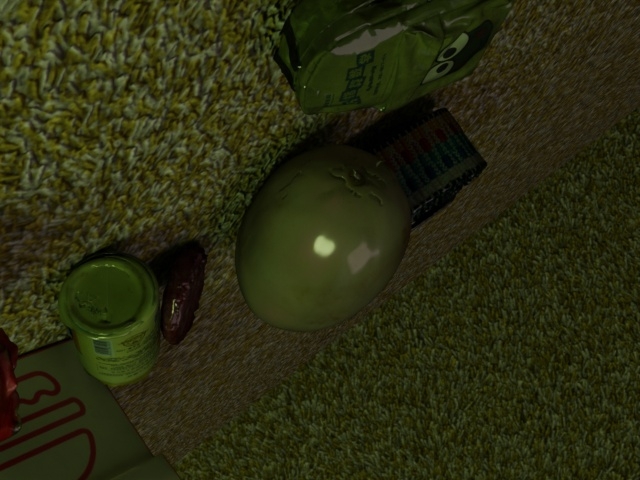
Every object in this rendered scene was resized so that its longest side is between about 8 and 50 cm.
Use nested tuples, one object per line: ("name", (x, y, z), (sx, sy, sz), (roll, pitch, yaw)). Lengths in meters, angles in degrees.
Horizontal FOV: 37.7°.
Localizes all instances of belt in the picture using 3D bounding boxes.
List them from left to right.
("belt", (0.126, -0.092, 1.486), (0.258, 0.150, 0.207), (-35, 175, -8))

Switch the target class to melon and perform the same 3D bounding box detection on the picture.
("melon", (0.000, 0.000, 1.317), (0.223, 0.223, 0.317), (-25, 158, -39))

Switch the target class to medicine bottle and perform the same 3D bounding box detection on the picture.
("medicine bottle", (-0.271, 0.111, 1.237), (0.124, 0.124, 0.239), (-32, 164, -21))

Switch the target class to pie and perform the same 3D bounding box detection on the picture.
("pie", (-0.195, 0.078, 1.343), (0.154, 0.036, 0.154), (14, 90, -87))

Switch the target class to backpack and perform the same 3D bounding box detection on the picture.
("backpack", (0.070, -0.228, 0.983), (0.253, 0.140, 0.207), (-25, 162, -20))

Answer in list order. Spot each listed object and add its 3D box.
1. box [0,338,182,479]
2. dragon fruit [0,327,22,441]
("box", (-0.427, 0.365, 1.281), (0.312, 0.300, 0.314), (-19, 155, -50))
("dragon fruit", (-0.404, 0.130, 0.849), (0.205, 0.210, 0.268), (-13, 179, 24))
